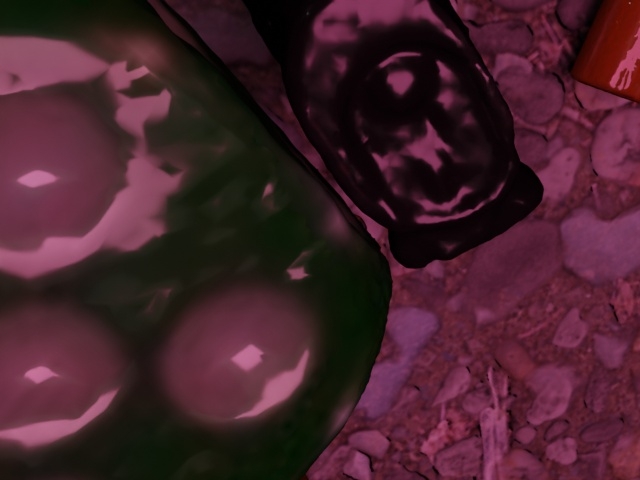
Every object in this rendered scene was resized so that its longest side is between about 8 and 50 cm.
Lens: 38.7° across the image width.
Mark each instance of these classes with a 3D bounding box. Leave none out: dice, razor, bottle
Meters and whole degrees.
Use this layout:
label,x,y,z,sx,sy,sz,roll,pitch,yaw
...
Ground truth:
label,x,y,z,sx,sy,sz,roll,pitch,yaw
dice,-0.156,0.001,0.491,0.287,0.297,0.300,-41,120,2
razor,0.023,-0.123,0.559,0.107,0.327,0.189,-33,118,6
bottle,0.270,-0.206,0.732,0.069,0.069,0.187,16,107,-19

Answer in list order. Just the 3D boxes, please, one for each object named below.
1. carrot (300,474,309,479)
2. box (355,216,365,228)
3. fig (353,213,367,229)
label,x,y,z,sx,sy,sz,roll,pitch,yaw
carrot,-0.014,0.256,0.854,0.043,0.043,0.247,-29,117,-2
box,-0.152,0.075,0.713,0.205,0.051,0.365,36,98,-5
fig,0.000,0.000,0.756,0.083,0.050,0.050,-29,115,-15
